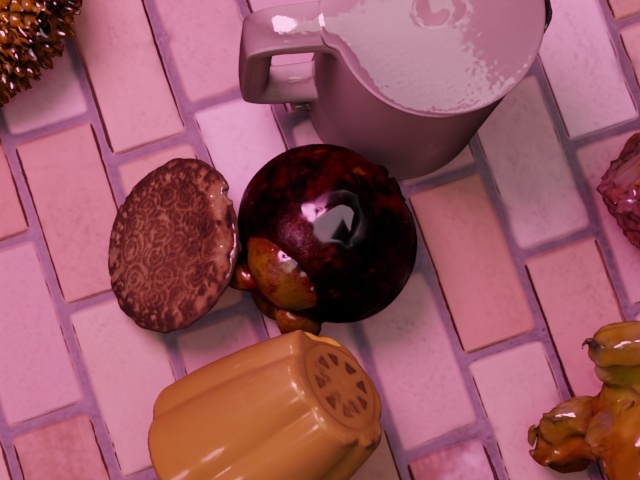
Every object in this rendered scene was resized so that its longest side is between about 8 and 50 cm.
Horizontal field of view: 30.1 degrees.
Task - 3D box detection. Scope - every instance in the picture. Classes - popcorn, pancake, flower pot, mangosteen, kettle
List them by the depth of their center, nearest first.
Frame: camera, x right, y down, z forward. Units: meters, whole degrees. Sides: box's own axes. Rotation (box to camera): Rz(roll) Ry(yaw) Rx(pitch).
[{"bbox_3d":[0.388,0.185,1.182,0.290,0.321,0.326,-37,105,-7],"label":"popcorn"},{"bbox_3d":[-0.043,0.188,1.188,0.179,0.195,0.195,-35,86,26],"label":"flower pot"},{"bbox_3d":[0.068,-0.195,1.206,0.265,0.318,0.205,24,84,-2],"label":"kettle"},{"bbox_3d":[0.000,0.000,1.240,0.210,0.210,0.210,0,83,-4],"label":"mangosteen"},{"bbox_3d":[-0.157,0.004,1.256,0.199,0.021,0.199,-12,71,37],"label":"pancake"}]

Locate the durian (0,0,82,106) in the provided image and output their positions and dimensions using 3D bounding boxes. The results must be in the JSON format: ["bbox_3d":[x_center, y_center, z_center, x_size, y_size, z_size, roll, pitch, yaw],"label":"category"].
[{"bbox_3d":[-0.376,-0.265,1.236,0.258,0.258,0.293,-4,91,-4],"label":"durian"}]

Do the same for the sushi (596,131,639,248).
[{"bbox_3d":[0.436,-0.071,1.262,0.270,0.236,0.171,-39,95,-11],"label":"sushi"}]
